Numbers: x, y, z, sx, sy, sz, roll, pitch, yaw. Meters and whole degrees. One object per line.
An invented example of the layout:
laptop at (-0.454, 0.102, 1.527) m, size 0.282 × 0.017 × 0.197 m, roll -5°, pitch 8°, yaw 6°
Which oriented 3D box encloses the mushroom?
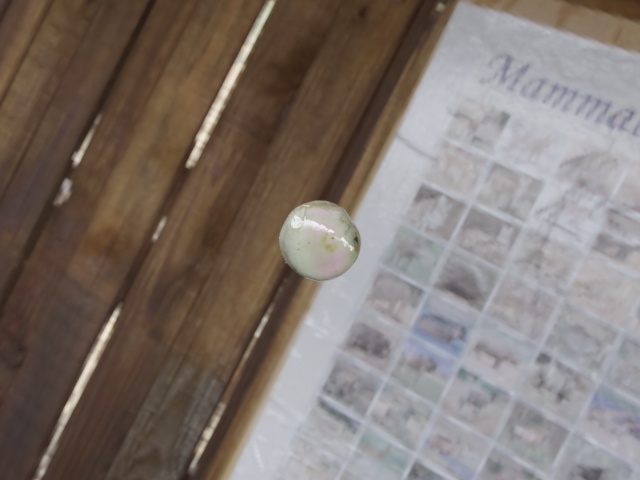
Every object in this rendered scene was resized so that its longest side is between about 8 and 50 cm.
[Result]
mushroom at (0.000, 0.000, 1.107) m, size 0.083 × 0.083 × 0.067 m, roll 27°, pitch 18°, yaw -3°
